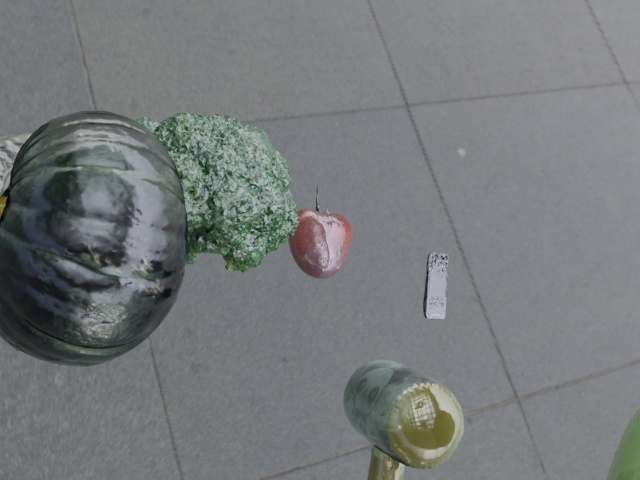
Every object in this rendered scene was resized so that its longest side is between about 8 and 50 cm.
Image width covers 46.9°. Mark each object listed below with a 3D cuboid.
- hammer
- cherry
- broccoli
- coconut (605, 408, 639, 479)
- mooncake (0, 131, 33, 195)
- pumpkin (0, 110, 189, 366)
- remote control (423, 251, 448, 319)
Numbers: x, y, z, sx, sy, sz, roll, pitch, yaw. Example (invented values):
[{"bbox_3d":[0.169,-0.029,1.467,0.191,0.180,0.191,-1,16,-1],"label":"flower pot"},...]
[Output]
[{"bbox_3d":[0.080,0.312,0.938,0.113,0.202,0.306,13,87,-14],"label":"hammer"},{"bbox_3d":[-0.006,0.001,1.156,0.106,0.087,0.126,30,56,-9],"label":"cherry"},{"bbox_3d":[-0.170,-0.056,1.017,0.270,0.270,0.270,35,25,-19],"label":"broccoli"},{"bbox_3d":[0.413,0.300,0.702,0.328,0.281,0.329,-4,97,-36],"label":"coconut"},{"bbox_3d":[-0.448,-0.012,0.984,0.136,0.255,0.250,15,18,11],"label":"mooncake"},{"bbox_3d":[-0.240,-0.006,0.718,0.216,0.249,0.250,25,59,-31],"label":"pumpkin"},{"bbox_3d":[0.166,0.065,1.065,0.039,0.014,0.096,7,86,-29],"label":"remote control"}]
